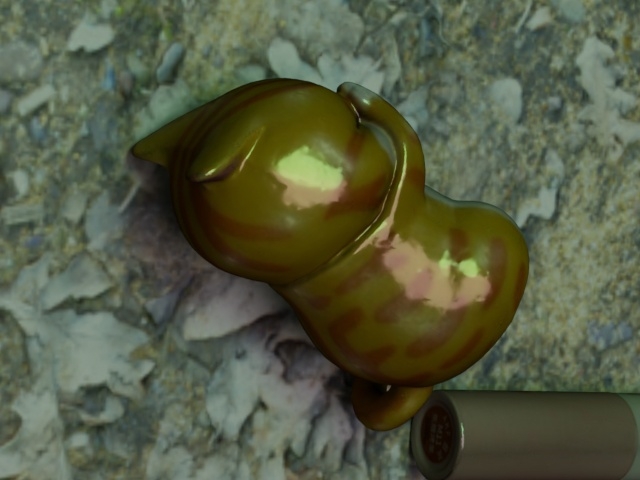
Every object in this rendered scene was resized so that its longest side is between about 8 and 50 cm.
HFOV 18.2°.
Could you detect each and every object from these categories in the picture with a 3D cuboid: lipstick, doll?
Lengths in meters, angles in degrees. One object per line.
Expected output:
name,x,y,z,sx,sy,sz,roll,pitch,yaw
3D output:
lipstick,0.194,0.150,1.523,0.254,0.070,0.070,4,93,-30
doll,0.016,-0.007,1.359,0.269,0.166,0.162,44,72,-22
